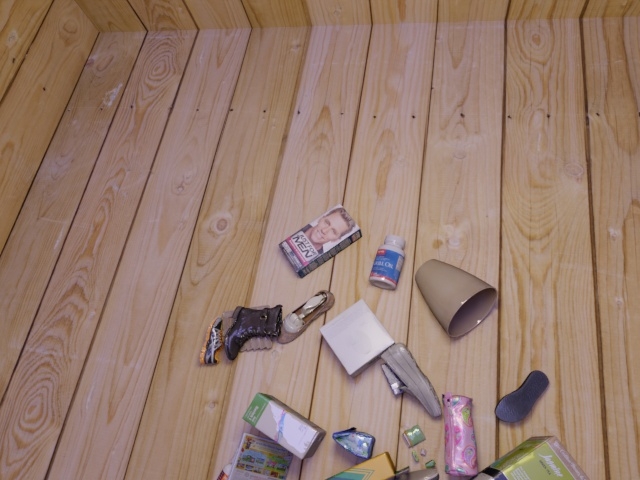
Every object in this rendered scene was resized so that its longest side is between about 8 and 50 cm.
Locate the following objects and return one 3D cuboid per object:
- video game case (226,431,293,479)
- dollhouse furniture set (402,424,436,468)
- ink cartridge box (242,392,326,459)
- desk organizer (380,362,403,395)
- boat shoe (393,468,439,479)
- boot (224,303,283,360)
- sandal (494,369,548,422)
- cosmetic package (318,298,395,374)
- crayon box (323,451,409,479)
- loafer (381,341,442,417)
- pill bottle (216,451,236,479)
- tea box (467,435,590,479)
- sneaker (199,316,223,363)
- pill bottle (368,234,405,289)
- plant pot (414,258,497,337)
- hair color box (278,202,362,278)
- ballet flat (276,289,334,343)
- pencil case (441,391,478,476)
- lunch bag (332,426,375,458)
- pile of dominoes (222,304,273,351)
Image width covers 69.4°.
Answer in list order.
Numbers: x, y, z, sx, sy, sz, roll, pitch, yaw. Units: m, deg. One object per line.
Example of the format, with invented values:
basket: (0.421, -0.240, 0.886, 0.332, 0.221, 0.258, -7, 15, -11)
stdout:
video game case: (-0.229, 0.867, 1.767, 0.227, 0.026, 0.206, 26, 69, -22)
dollhouse furniture set: (0.373, 0.778, 1.740, 0.076, 0.058, 0.151, -28, 65, -2)
ink cartridge box: (-0.134, 0.716, 1.790, 0.278, 0.201, 0.117, 26, 75, 20)
desk organizer: (0.291, 0.556, 1.856, 0.047, 0.050, 0.130, -25, 65, 0)
boat shoe: (0.286, 0.923, 1.666, 0.336, 0.112, 0.095, -27, 81, 12)
boot: (-0.280, 0.393, 1.983, 0.229, 0.091, 0.262, 2, 67, 21)
sandal: (0.764, 0.598, 1.749, 0.255, 0.054, 0.097, -34, 72, -15)
cosmetic package: (0.153, 0.403, 1.902, 0.224, 0.138, 0.224, -34, 66, -5)
crayon box: (0.158, 0.850, 1.673, 0.323, 0.203, 0.083, -24, 64, 0)
loafer: (0.355, 0.548, 1.788, 0.112, 0.112, 0.319, -34, 85, 12)
pill bottle: (-0.344, 0.944, 1.779, 0.121, 0.121, 0.221, 25, 74, 20)
tea box: (0.674, 0.823, 1.511, 0.324, 0.329, 0.219, -31, 64, -4)
sneaker: (-0.466, 0.445, 2.049, 0.083, 0.084, 0.214, 11, 74, 3)
pill bottle: (0.298, 0.092, 2.015, 0.125, 0.124, 0.221, 13, 70, 16)
plant pot: (0.521, 0.204, 1.876, 0.257, 0.256, 0.274, -37, 49, -5)
hair color box: (0.000, 0.000, 2.125, 0.347, 0.105, 0.173, -35, 65, -5)
ballet flat: (-0.078, 0.319, 2.002, 0.316, 0.106, 0.107, -41, 66, -7)
pencil case: (0.508, 0.711, 1.699, 0.124, 0.124, 0.283, -1, 64, 11)
lunch bag: (0.126, 0.763, 1.758, 0.152, 0.128, 0.096, 9, 68, 17)
pile of dominoes: (-0.320, 0.400, 2.069, 0.252, 0.040, 0.195, -10, 66, 16)
